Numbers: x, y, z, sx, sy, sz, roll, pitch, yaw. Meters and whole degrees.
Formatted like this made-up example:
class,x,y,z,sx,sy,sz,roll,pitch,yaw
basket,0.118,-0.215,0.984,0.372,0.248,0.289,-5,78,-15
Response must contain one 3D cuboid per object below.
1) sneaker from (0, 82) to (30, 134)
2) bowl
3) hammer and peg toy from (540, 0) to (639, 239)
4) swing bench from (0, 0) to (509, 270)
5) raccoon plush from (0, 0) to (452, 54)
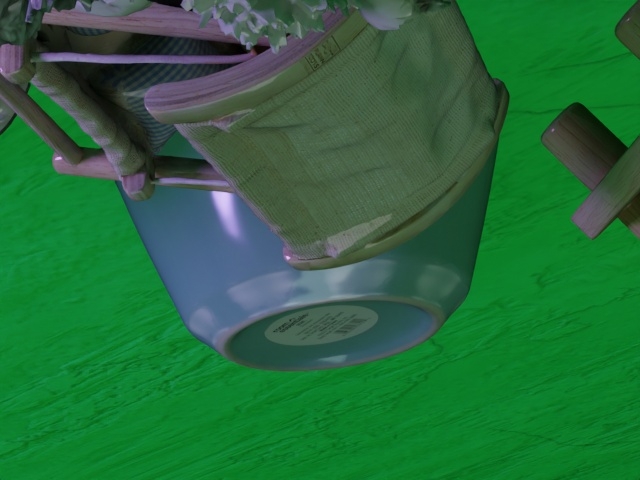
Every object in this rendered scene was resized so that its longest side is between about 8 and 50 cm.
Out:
class,x,y,z,sx,sy,sz,roll,pitch,yaw
sneaker,-0.322,-0.101,1.258,0.283,0.110,0.122,-23,137,30
bowl,0.000,0.000,1.517,0.312,0.163,0.311,-7,159,-3
hammer and peg toy,0.283,-0.138,1.128,0.266,0.127,0.361,-43,173,-17
swing bench,-0.054,-0.103,1.057,0.255,0.165,0.253,25,170,23
raccoon plush,0.015,-0.188,0.687,0.299,0.216,0.446,-4,173,-44
